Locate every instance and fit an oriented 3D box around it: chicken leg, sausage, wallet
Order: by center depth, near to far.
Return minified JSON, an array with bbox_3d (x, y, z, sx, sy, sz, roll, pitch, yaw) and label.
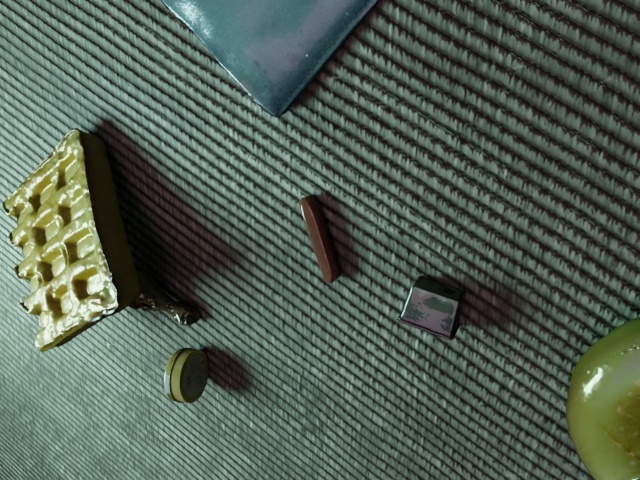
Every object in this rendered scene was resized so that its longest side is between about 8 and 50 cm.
[{"bbox_3d":[-0.083,-0.355,0.726,0.290,0.054,0.251,46,124,2],"label":"wallet"},{"bbox_3d":[0.000,0.000,0.841,0.035,0.030,0.147,-12,104,31],"label":"sausage"},{"bbox_3d":[-0.322,0.108,1.026,0.198,0.085,0.069,25,96,1],"label":"chicken leg"}]

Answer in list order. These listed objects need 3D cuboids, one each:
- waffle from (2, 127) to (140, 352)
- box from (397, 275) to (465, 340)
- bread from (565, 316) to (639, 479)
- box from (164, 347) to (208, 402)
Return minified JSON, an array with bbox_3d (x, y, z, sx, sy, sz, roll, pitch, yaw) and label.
[{"bbox_3d":[-0.468,0.008,0.993,0.304,0.077,0.348,-28,73,31],"label":"waffle"},{"bbox_3d":[0.165,0.096,0.782,0.084,0.060,0.063,18,112,21],"label":"box"},{"bbox_3d":[0.402,0.170,0.645,0.260,0.158,0.156,-42,78,34],"label":"bread"},{"bbox_3d":[-0.258,0.262,1.036,0.037,0.105,0.105,2,111,20],"label":"box"}]
